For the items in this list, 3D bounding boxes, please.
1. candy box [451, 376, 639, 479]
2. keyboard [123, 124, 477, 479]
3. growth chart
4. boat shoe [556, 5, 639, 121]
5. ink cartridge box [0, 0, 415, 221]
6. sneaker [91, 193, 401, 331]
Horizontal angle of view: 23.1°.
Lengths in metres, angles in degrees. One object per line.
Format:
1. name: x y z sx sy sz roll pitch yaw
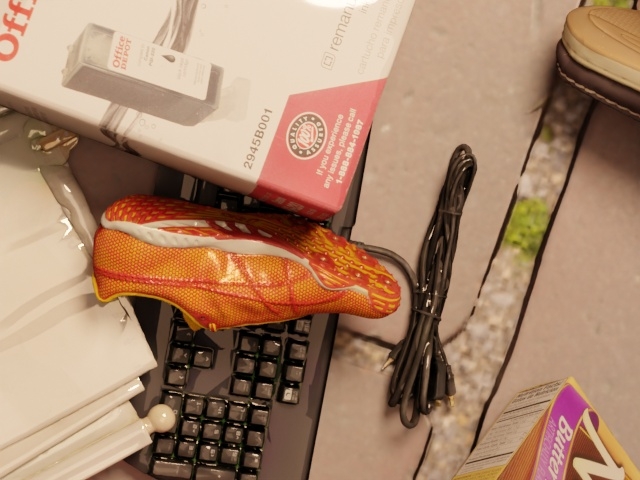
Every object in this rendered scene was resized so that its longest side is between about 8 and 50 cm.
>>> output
1. candy box: 0.117 0.179 0.901 0.109 0.053 0.186 54 51 -10
2. keyboard: 0.000 0.000 0.920 0.201 0.033 0.317 9 93 -13
3. growth chart: -0.185 0.038 0.877 0.172 0.021 0.237 -19 92 -9
4. boat shoe: 0.261 -0.051 0.937 0.285 0.103 0.092 20 123 -12
5. ink cartridge box: -0.069 -0.120 0.843 0.218 0.092 0.159 20 87 -4
6. sneaker: -0.041 0.020 0.878 0.175 0.064 0.067 12 114 -8
